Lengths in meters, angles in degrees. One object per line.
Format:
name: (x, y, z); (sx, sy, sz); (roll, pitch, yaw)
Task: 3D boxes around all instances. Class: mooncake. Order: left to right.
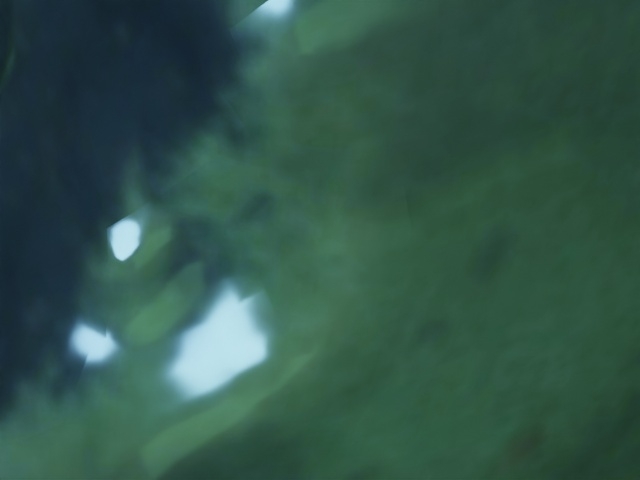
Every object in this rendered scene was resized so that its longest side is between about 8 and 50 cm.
mooncake: (0.000, 0.000, 0.474); (0.351, 0.187, 0.351); (-18, 131, -22)
